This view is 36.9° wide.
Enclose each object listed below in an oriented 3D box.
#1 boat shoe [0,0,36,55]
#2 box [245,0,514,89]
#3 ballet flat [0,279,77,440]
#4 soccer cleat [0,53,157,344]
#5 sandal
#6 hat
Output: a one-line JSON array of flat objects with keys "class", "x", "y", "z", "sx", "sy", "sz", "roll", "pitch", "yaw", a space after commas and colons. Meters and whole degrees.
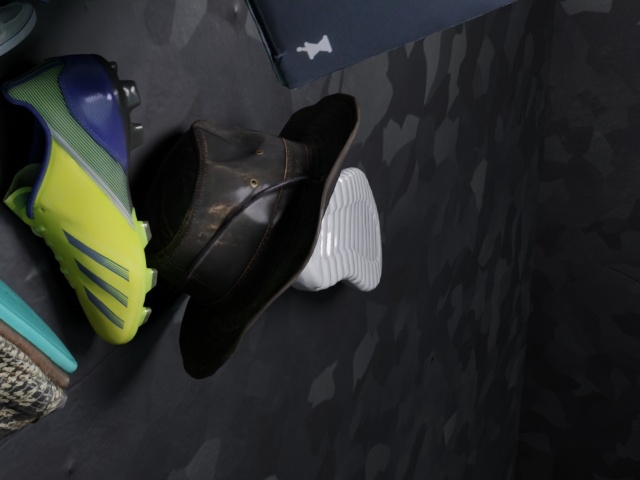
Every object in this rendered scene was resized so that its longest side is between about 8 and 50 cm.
[{"class": "boat shoe", "x": -0.255, "y": -0.159, "z": 0.722, "sx": 0.100, "sy": 0.035, "sz": 0.035, "roll": -49, "pitch": 147, "yaw": -33}, {"class": "box", "x": -0.018, "y": -0.366, "z": 0.676, "sx": 0.293, "sy": 0.212, "sz": 0.395, "roll": 64, "pitch": 7, "yaw": -54}, {"class": "ballet flat", "x": -0.311, "y": 0.006, "z": 0.578, "sx": 0.182, "sy": 0.164, "sz": 0.482, "roll": -37, "pitch": 142, "yaw": -17}, {"class": "soccer cleat", "x": -0.215, "y": -0.025, "z": 0.841, "sx": 0.121, "sy": 0.093, "sz": 0.289, "roll": -18, "pitch": 128, "yaw": -26}, {"class": "sandal", "x": 0.000, "y": -0.016, "z": 1.249, "sx": 0.416, "sy": 0.102, "sz": 0.169, "roll": 9, "pitch": 79, "yaw": -75}, {"class": "hat", "x": -0.101, "y": -0.036, "z": 0.962, "sx": 0.331, "sy": 0.134, "sz": 0.331, "roll": -51, "pitch": -161, "yaw": 26}]
